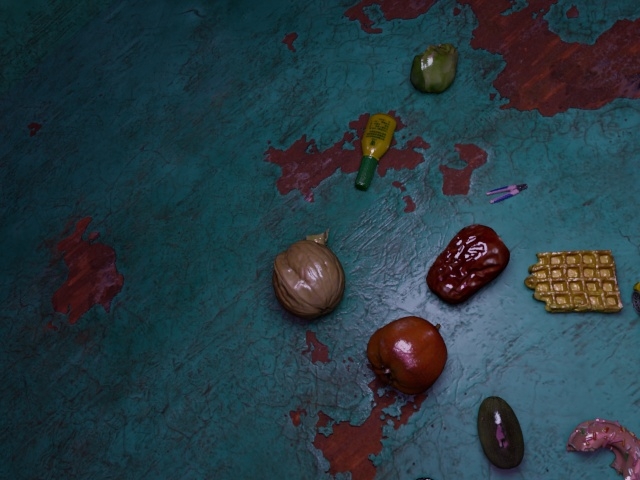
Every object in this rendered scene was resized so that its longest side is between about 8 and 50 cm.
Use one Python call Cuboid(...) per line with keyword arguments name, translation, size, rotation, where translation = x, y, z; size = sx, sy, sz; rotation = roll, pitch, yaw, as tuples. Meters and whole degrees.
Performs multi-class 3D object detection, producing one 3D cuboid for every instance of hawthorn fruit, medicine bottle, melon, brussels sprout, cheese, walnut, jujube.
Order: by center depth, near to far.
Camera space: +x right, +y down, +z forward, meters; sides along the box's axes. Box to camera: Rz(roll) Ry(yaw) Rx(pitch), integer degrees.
Cuboid(name="melon", translation=(0.431, 0.460, 0.991), size=(0.099, 0.099, 0.162), rotation=(-10, 68, 12))
Cuboid(name="hawthorn fruit", translation=(0.243, 0.283, 1.074), size=(0.225, 0.197, 0.196), rotation=(-33, 64, -24))
Cuboid(name="jujube", translation=(0.393, 0.066, 1.105), size=(0.230, 0.155, 0.155), rotation=(-48, 67, 4))
Cuboid(name="walnut", translation=(-0.037, 0.111, 1.182), size=(0.227, 0.228, 0.228), rotation=(-5, 71, 14))
Cuboid(name="cheese", translation=(0.002, 0.000, 1.294), size=(0.084, 0.041, 0.060), rotation=(-26, 59, 23))
Cuboid(name="brussels sprout", translation=(0.364, -0.549, 1.320), size=(0.131, 0.146, 0.183), rotation=(12, 31, 43))
Cuboid(name="medicine bottle", translation=(0.168, -0.287, 1.327), size=(0.094, 0.064, 0.261), rotation=(16, 77, 14))

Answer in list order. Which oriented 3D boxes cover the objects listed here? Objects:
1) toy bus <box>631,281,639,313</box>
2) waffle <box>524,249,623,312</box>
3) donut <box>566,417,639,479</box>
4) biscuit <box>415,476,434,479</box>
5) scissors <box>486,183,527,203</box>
Cuboid(name="toy bus", translation=(0.838, 0.233, 0.919), size=(0.144, 0.152, 0.330), rotation=(-9, 70, 14))
Cuboid(name="waffle", translation=(0.643, 0.109, 1.067), size=(0.210, 0.055, 0.161), rotation=(-4, 70, 14))
Cuboid(name="donut", translation=(0.668, 0.468, 0.938), size=(0.166, 0.065, 0.117), rotation=(21, 80, 19))
Cuboid(name="biscuit", translation=(0.263, 0.633, 1.019), size=(0.089, 0.027, 0.087), rotation=(-43, 66, -2))
Cuboid(name="scissors", translation=(0.546, -0.142, 1.200), size=(0.113, 0.012, 0.039), rotation=(-19, 69, 9))
